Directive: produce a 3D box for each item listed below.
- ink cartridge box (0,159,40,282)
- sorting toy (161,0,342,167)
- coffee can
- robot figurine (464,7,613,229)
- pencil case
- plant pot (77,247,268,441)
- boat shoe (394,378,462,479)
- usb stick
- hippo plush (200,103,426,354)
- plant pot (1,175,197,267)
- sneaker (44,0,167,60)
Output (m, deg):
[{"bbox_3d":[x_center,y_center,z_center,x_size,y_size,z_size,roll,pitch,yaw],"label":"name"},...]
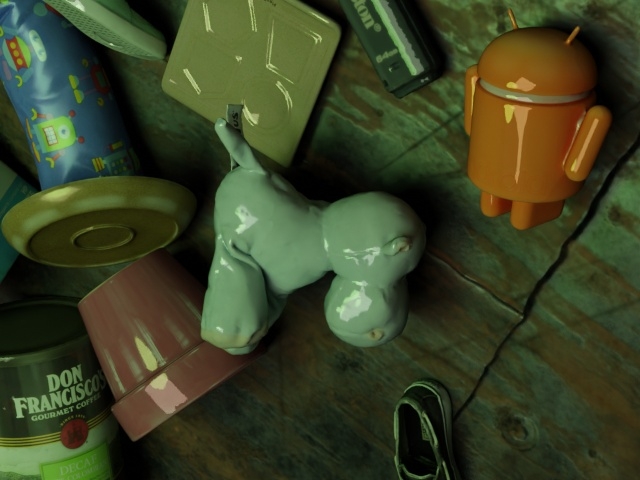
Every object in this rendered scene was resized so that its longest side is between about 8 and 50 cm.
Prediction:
[{"bbox_3d":[-0.531,-0.030,1.977,0.270,0.197,0.198,41,129,-16],"label":"ink cartridge box"},{"bbox_3d":[-0.080,-0.212,1.796,0.193,0.038,0.208,32,126,16],"label":"sorting toy"},{"bbox_3d":[-0.366,0.236,2.038,0.201,0.201,0.275,5,112,28],"label":"coffee can"},{"bbox_3d":[0.220,-0.124,1.599,0.128,0.158,0.219,1,113,-5],"label":"robot figurine"},{"bbox_3d":[-0.323,-0.173,1.896,0.133,0.119,0.306,-21,98,10],"label":"pencil case"},{"bbox_3d":[-0.195,0.117,1.892,0.201,0.201,0.180,-35,88,35],"label":"plant pot"},{"bbox_3d":[0.123,0.277,1.849,0.078,0.070,0.219,-1,109,31],"label":"boat shoe"},{"bbox_3d":[0.043,-0.288,1.685,0.077,0.045,0.278,-26,95,34],"label":"usb stick"},{"bbox_3d":[0.000,0.000,1.760,0.237,0.234,0.294,6,104,2],"label":"hippo plush"},{"bbox_3d":[-0.263,-0.015,1.865,0.236,0.236,0.032,-25,65,35],"label":"plant pot"},{"bbox_3d":[-0.257,-0.328,1.814,0.256,0.151,0.094,35,166,-24],"label":"sneaker"}]
